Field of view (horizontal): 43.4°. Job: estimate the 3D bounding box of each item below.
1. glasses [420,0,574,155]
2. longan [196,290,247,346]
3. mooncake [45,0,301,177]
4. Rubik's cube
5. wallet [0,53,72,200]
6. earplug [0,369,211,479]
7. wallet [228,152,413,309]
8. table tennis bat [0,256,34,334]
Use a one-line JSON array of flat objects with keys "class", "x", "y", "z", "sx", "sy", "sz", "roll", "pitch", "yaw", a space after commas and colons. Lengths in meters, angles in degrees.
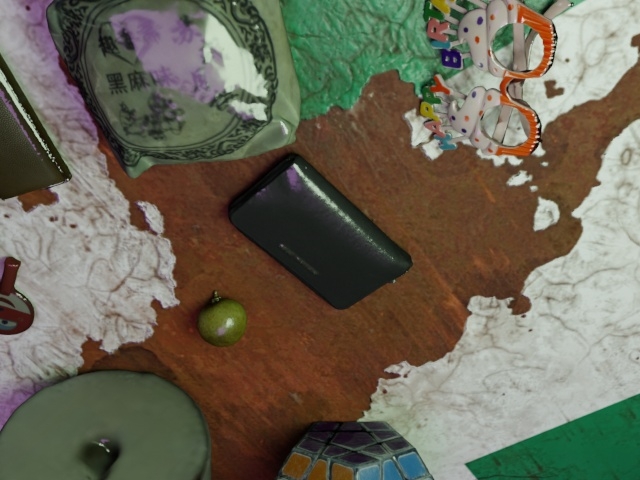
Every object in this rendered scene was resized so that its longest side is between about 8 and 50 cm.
[{"class": "glasses", "x": 0.199, "y": -0.211, "z": 0.949, "sx": 0.162, "sy": 0.095, "sz": 0.255, "roll": 18, "pitch": 130, "yaw": 21}, {"class": "longan", "x": -0.146, "y": 0.114, "z": 1.176, "sx": 0.075, "sy": 0.075, "sz": 0.083, "roll": -20, "pitch": 81, "yaw": 13}, {"class": "mooncake", "x": -0.156, "y": -0.198, "z": 0.910, "sx": 0.255, "sy": 0.136, "sz": 0.250, "roll": -12, "pitch": 121, "yaw": 8}, {"class": "Rubik's cube", "x": 0.051, "y": 0.440, "z": 1.277, "sx": 0.319, "sy": 0.318, "sz": 0.264, "roll": 32, "pitch": 146, "yaw": -20}, {"class": "wallet", "x": -0.406, "y": -0.145, "z": 1.010, "sx": 0.110, "sy": 0.031, "sz": 0.198, "roll": -16, "pitch": 124, "yaw": 11}, {"class": "earplug", "x": -0.319, "y": 0.447, "z": 1.258, "sx": 0.313, "sy": 0.312, "sz": 0.393, "roll": 2, "pitch": 126, "yaw": -1}, {"class": "wallet", "x": 0.000, "y": 0.000, "z": 1.105, "sx": 0.149, "sy": 0.044, "sz": 0.250, "roll": -35, "pitch": 119, "yaw": 26}, {"class": "table tennis bat", "x": -0.464, "y": 0.084, "z": 1.181, "sx": 0.098, "sy": 0.019, "sz": 0.154, "roll": 19, "pitch": 126, "yaw": -13}]
